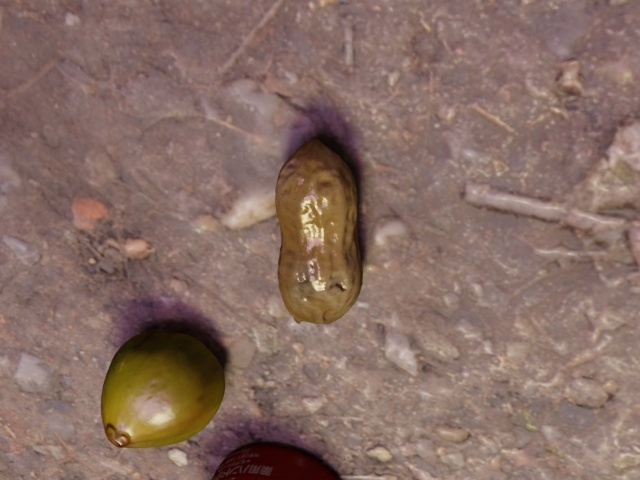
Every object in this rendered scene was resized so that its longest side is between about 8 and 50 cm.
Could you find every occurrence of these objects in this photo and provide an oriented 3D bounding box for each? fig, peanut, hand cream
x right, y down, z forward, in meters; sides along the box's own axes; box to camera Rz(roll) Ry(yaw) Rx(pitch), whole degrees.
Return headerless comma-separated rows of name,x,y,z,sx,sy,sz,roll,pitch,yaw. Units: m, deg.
fig,-0.186,0.175,1.167,0.136,0.121,0.153,34,103,2
peanut,0.000,0.000,1.009,0.099,0.099,0.214,8,118,14
hand cream,-0.063,0.359,1.234,0.193,0.125,0.193,8,123,13
